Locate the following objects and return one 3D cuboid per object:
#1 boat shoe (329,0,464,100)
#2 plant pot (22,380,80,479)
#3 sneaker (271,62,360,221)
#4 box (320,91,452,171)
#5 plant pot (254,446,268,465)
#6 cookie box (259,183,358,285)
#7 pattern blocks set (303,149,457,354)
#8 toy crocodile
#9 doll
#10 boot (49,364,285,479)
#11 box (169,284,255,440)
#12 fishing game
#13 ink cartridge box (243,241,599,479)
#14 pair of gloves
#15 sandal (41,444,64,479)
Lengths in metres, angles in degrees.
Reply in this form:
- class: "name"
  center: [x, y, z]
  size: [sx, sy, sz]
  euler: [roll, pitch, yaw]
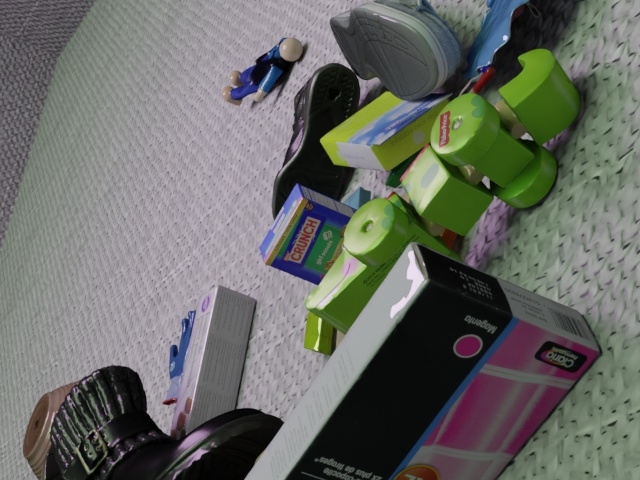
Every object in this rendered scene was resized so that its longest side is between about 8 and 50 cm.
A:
- class: "boat shoe"
  center: [0.098, -0.241, 1.386]
  size: [0.103, 0.118, 0.320]
  euler: [-30, 14, -6]
- class: "plant pot"
  center: [-0.450, 0.340, 2.075]
  size: [0.237, 0.110, 0.237]
  euler: [-49, 29, 40]
- class: "sneaker"
  center: [-0.006, -0.125, 1.564]
  size: [0.130, 0.087, 0.227]
  euler: [-94, 17, -78]
- class: "box"
  center: [0.080, -0.128, 1.362]
  size: [0.109, 0.042, 0.178]
  euler: [-36, 18, -13]
- class: "plant pot"
  center: [0.016, 0.219, 1.166]
  size: [0.134, 0.134, 0.095]
  euler: [-35, 14, 52]
- class: "cookie box"
  center: [0.000, 0.000, 1.327]
  size: [0.091, 0.107, 0.040]
  euler: [-59, 24, 18]
- class: "pattern blocks set"
  center: [0.065, 0.051, 1.312]
  size: [0.285, 0.026, 0.324]
  euler: [-33, 40, 53]
- class: "toy crocodile"
  center: [0.115, -0.042, 1.136]
  size: [0.340, 0.115, 0.105]
  euler: [-49, 33, 16]
- class: "doll"
  center: [-0.088, -0.276, 1.919]
  size: [0.189, 0.046, 0.129]
  euler: [-25, 37, 49]
- class: "boot"
  center: [-0.199, 0.247, 1.453]
  size: [0.348, 0.131, 0.260]
  euler: [-39, 43, 18]
- class: "box"
  center: [-0.154, 0.220, 1.592]
  size: [0.063, 0.067, 0.323]
  euler: [-34, 41, 52]
- class: "fishing game"
  center: [0.203, -0.245, 1.242]
  size: [0.189, 0.041, 0.264]
  euler: [129, 166, -68]
- class: "ink cartridge box"
  center: [0.058, 0.182, 1.017]
  size: [0.371, 0.176, 0.069]
  euler: [-56, 26, 26]
- class: "pair of gloves"
  center: [-0.184, 0.166, 1.761]
  size: [0.198, 0.023, 0.159]
  euler: [-31, 41, 54]
- class: "sandal"
  center: [-0.394, 0.430, 1.872]
  size: [0.086, 0.120, 0.302]
  euler: [119, 160, -52]
